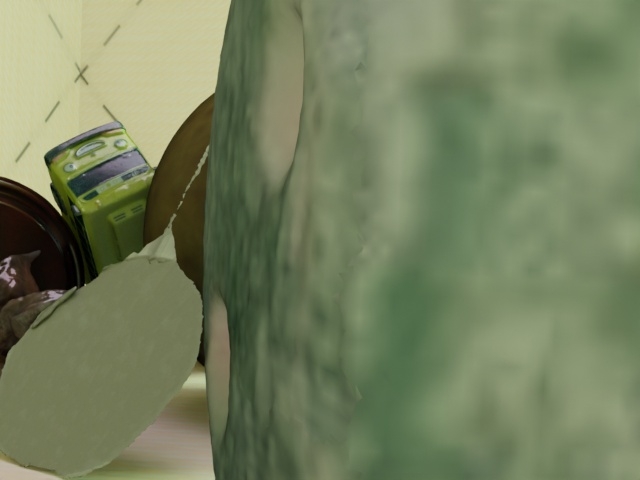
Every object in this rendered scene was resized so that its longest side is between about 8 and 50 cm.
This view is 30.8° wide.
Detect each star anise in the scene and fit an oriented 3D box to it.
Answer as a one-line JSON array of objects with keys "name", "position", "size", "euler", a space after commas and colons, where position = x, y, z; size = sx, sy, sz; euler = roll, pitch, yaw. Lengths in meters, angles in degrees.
[{"name": "star anise", "position": [-0.330, 0.074, 0.902], "size": [0.227, 0.148, 0.218], "euler": [10, -41, -36]}]

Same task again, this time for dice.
[{"name": "dice", "position": [0.118, 0.010, 0.599], "size": [0.328, 0.330, 0.348], "euler": [2, 4, -14]}]

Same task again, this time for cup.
[{"name": "cup", "position": [-0.330, 0.024, 1.103], "size": [0.196, 0.196, 0.279], "euler": [1, 9, -16]}]

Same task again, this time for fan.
[{"name": "fan", "position": [-0.128, 0.028, 0.838], "size": [0.182, 0.310, 0.010], "euler": [4, -33, 37]}]

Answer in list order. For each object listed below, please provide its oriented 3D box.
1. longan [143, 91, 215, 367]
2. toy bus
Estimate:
[{"name": "longan", "position": [0.000, 0.000, 0.995], "size": [0.319, 0.319, 0.319], "euler": [2, 3, 0]}, {"name": "toy bus", "position": [-0.191, -0.016, 1.089], "size": [0.088, 0.175, 0.101], "euler": [-27, 55, -20]}]
